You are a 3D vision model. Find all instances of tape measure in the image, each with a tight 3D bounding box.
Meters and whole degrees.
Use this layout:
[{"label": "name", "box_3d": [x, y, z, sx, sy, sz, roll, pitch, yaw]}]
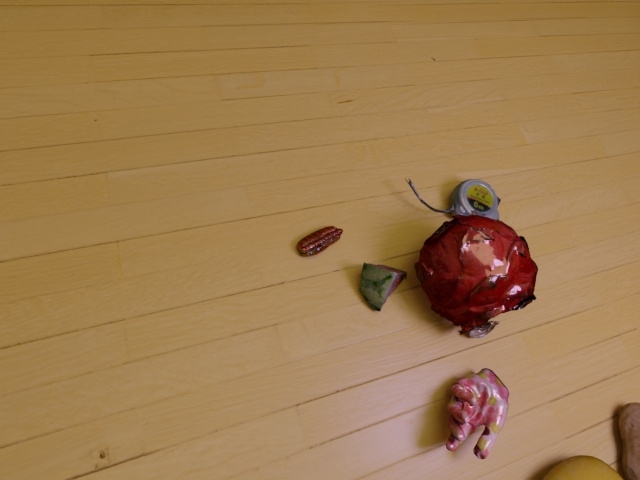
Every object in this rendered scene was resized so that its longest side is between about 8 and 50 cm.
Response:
[{"label": "tape measure", "box_3d": [0.402, -0.141, 1.379, 0.330, 0.084, 0.164, 21, 61, -7]}]

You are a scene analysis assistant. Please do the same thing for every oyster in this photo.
[{"label": "oyster", "box_3d": [0.448, 0.238, 1.241, 0.083, 0.080, 0.038, 23, 32, -41]}]

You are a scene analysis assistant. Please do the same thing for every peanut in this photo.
[{"label": "peanut", "box_3d": [0.863, 0.569, 1.187, 0.101, 0.117, 0.263, 8, 67, 10]}]

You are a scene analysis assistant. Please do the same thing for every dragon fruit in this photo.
[{"label": "dragon fruit", "box_3d": [0.407, 0.085, 1.178, 0.295, 0.295, 0.302, -42, 95, -26]}]

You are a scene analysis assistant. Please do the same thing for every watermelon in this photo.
[{"label": "watermelon", "box_3d": [0.173, 0.090, 1.209, 0.097, 0.121, 0.158, 34, 56, 25]}]

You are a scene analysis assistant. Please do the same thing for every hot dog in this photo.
[{"label": "hot dog", "box_3d": [0.001, -0.001, 1.236, 0.144, 0.038, 0.062, -27, 76, -24]}]

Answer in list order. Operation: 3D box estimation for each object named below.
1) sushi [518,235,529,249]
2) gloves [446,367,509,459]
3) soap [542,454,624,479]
[{"label": "sushi", "box_3d": [0.596, 0.040, 1.355, 0.056, 0.083, 0.085, 13, 63, -10]}, {"label": "gloves", "box_3d": [0.374, 0.431, 1.109, 0.241, 0.126, 0.145, -30, 102, -27]}, {"label": "soap", "box_3d": [0.682, 0.746, 1.058, 0.305, 0.115, 0.428, -17, 72, -17]}]
